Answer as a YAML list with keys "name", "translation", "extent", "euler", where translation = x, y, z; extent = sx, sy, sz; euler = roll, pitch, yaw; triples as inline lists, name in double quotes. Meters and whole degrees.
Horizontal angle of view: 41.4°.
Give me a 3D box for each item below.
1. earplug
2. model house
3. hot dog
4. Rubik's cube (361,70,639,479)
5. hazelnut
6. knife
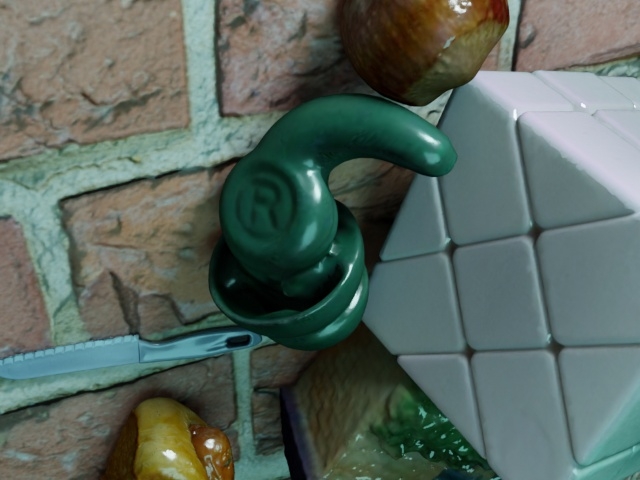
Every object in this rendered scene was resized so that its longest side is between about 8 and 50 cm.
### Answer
- name: "earplug"
  translation: [0.001, -0.007, 0.864]
  extent: [0.257, 0.164, 0.280]
  euler: [-31, 141, -10]
- name: "model house"
  translation: [0.101, 0.275, 1.078]
  extent: [0.312, 0.245, 0.280]
  euler: [30, 106, -29]
- name: "hot dog"
  translation: [-0.190, 0.319, 1.051]
  extent: [0.153, 0.150, 0.257]
  euler: [16, 118, -23]
- name: "Rubik's cube"
  translation: [0.283, 0.035, 0.881]
  extent: [0.315, 0.319, 0.322]
  euler: [-9, 133, -38]
- name: "hazelnut"
  translation: [0.090, -0.201, 0.769]
  extent: [0.143, 0.143, 0.154]
  euler: [25, 129, -38]
- name: "knife"
  translation: [-0.215, 0.126, 0.963]
  extent: [0.313, 0.019, 0.045]
  euler: [-7, 121, -20]
